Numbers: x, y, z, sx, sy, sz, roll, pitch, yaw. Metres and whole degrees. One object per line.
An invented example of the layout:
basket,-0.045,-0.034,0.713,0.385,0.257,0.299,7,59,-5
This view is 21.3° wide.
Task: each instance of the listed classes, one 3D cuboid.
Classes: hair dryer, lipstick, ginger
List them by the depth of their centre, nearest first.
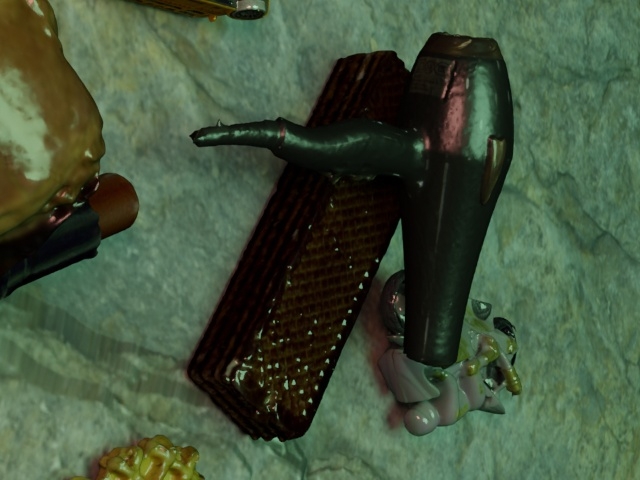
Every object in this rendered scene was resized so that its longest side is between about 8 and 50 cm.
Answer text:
ginger,-0.277,-0.119,1.053,0.200,0.269,0.223,-53,142,-1
lipstick,-0.246,0.011,1.231,0.300,0.081,0.081,-28,110,-47
hair dryer,0.022,-0.042,1.476,0.359,0.120,0.303,4,100,-41

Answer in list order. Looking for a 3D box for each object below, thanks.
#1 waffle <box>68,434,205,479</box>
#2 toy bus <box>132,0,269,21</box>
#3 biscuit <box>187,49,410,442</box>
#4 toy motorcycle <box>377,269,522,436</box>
waffle,-0.151,0.248,1.369,0.192,0.046,0.160,-32,111,-47
toy bus,-0.114,-0.224,1.411,0.162,0.074,0.069,7,75,-49
biscuit,0.000,0.000,1.547,0.107,0.073,0.388,49,52,-37
toy motorcycle,0.124,0.126,1.696,0.225,0.073,0.152,27,69,-46
